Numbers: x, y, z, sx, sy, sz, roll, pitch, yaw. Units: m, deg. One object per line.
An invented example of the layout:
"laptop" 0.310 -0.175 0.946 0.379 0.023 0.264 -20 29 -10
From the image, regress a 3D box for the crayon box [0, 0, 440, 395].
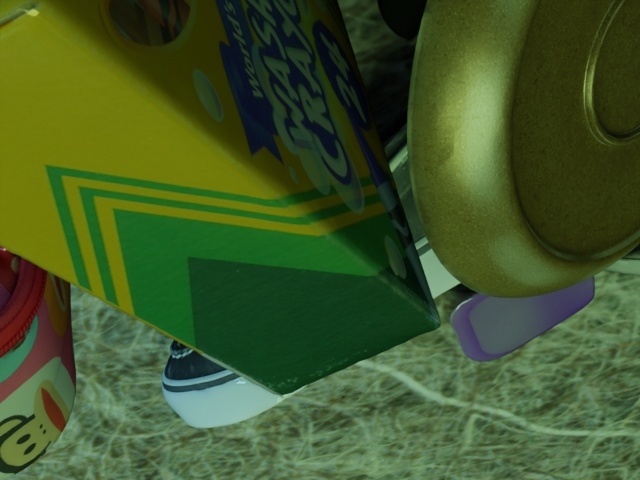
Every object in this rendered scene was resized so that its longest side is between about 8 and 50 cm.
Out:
"crayon box" -0.077 -0.088 0.498 0.083 0.203 0.323 -25 151 17

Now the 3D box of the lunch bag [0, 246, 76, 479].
"lunch bag" -0.246 0.020 0.588 0.293 0.258 0.120 -10 143 -4

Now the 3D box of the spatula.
"spatula" 0.223 0.008 0.897 0.296 0.030 0.084 -18 144 6

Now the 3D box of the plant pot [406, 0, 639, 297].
"plant pot" 0.126 -0.081 0.629 0.236 0.032 0.236 -25 127 -39

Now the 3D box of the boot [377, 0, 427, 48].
"boot" 0.002 -0.166 0.582 0.137 0.077 0.198 -1 129 -7

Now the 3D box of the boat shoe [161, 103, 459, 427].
"boat shoe" 0.000 0.000 0.772 0.102 0.108 0.301 46 131 -13
